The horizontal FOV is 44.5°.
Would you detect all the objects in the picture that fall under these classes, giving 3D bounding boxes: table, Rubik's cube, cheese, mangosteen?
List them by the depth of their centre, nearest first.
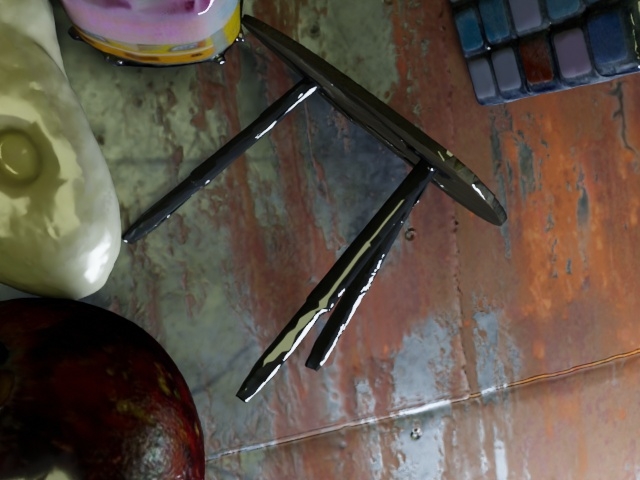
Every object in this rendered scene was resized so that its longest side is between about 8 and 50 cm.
[{"bbox_3d":[-0.234,0.199,0.647,0.311,0.311,0.311,-1,94,-18],"label":"mangosteen"},{"bbox_3d":[-0.363,-0.083,0.656,0.328,0.129,0.351,-18,98,-18],"label":"cheese"},{"bbox_3d":[0.000,0.000,0.743,0.317,0.317,0.249,37,95,-17],"label":"table"},{"bbox_3d":[0.303,-0.316,0.770,0.293,0.287,0.292,-21,99,-16],"label":"Rubik's cube"}]

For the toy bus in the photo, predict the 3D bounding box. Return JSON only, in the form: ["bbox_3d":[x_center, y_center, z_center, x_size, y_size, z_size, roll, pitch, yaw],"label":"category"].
[{"bbox_3d":[-0.130,-0.346,0.644,0.171,0.162,0.386,6,81,3],"label":"toy bus"}]
